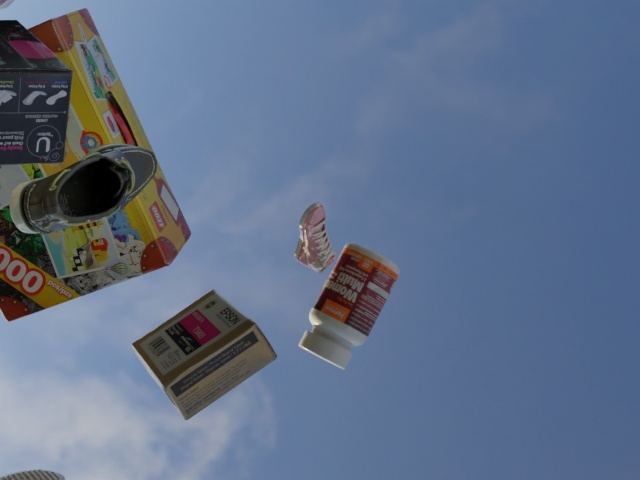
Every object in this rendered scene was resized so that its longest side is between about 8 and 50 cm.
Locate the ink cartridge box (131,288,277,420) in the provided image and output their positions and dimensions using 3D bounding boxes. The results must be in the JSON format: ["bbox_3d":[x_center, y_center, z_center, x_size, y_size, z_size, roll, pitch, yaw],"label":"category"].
[{"bbox_3d":[-0.213,0.197,1.758,0.193,0.088,0.234,-35,-156,-14],"label":"ink cartridge box"}]

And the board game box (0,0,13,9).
[{"bbox_3d":[-0.605,-0.474,1.707,0.302,0.086,0.308,-24,-170,39],"label":"board game box"}]

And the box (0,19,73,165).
[{"bbox_3d":[-0.473,-0.212,1.389,0.247,0.163,0.142,39,-54,46],"label":"box"}]

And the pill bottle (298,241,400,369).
[{"bbox_3d":[0.053,0.125,1.873,0.121,0.121,0.221,18,-102,53],"label":"pill bottle"}]

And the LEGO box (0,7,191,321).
[{"bbox_3d":[-0.536,-0.143,1.928,0.372,0.500,0.193,-20,-164,13],"label":"LEGO box"}]

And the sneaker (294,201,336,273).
[{"bbox_3d":[0.000,0.000,1.630,0.070,0.134,0.051,38,-131,23],"label":"sneaker"}]

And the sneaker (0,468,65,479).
[{"bbox_3d":[-0.607,0.558,1.820,0.135,0.366,0.150,16,-67,20],"label":"sneaker"}]

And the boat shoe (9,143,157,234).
[{"bbox_3d":[-0.347,-0.085,1.547,0.091,0.109,0.305,-5,-164,31],"label":"boat shoe"}]
